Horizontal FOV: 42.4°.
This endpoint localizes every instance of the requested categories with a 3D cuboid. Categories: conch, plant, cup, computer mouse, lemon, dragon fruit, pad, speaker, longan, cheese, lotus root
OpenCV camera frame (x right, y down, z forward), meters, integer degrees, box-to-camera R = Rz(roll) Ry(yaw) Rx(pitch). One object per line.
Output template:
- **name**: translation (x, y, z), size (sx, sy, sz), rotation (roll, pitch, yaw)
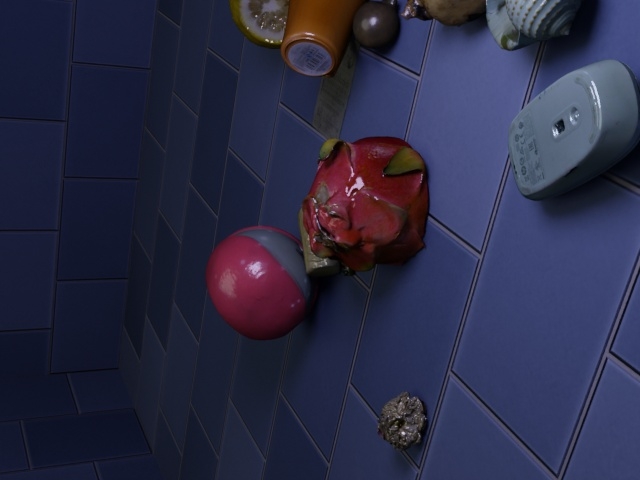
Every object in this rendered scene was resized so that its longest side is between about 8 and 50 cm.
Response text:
- **conch**: translation (0.344, -0.397, 1.306), size (0.172, 0.131, 0.200), rotation (90, 173, -66)
- **plant**: translation (0.174, 0.378, 1.738), size (0.116, 0.104, 0.122), rotation (-53, -5, -2)
- **cup**: translation (0.010, -0.487, 1.844), size (0.226, 0.182, 0.264), rotation (59, -142, -51)
- **computer mouse**: translation (0.391, -0.165, 1.257), size (0.288, 0.097, 0.160), rotation (131, 131, -67)
- **lemon**: translation (-0.113, -0.611, 2.087), size (0.219, 0.240, 0.241), rotation (-94, 15, -65)
- **dragon fruit**: translation (0.070, -0.082, 1.743), size (0.305, 0.225, 0.306), rotation (177, 90, -64)
- **pad**: translation (0.033, -0.382, 2.040), size (0.159, 0.009, 0.265), rotation (48, 132, 51)
- **speaker**: translation (-0.150, 0.108, 2.082), size (0.294, 0.294, 0.294), rotation (3, 93, 63)
- **longan**: translation (0.123, -0.472, 1.772), size (0.119, 0.106, 0.106), rotation (-57, 37, 14)
- **cheese**: translation (0.000, 0.000, 2.011), size (0.123, 0.093, 0.167), rotation (115, 147, -71)
- **lotus root**: translation (0.258, -0.471, 1.463), size (0.257, 0.140, 0.154), rotation (-20, 102, 53)

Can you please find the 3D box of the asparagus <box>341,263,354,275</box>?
- **asparagus**: translation (0.062, 0.003, 1.969), size (0.036, 0.030, 0.165), rotation (-172, 79, -87)
